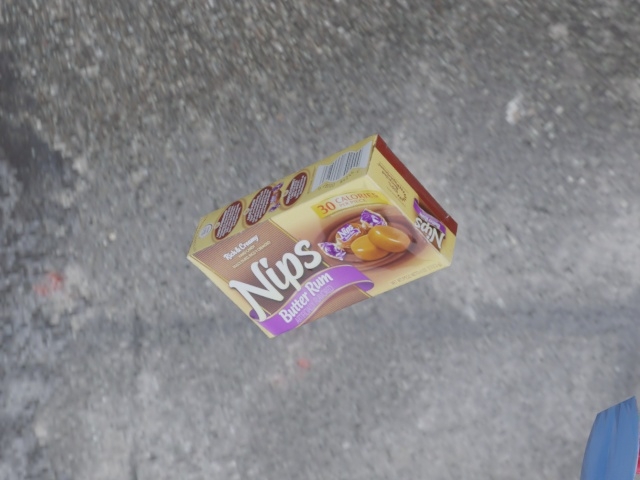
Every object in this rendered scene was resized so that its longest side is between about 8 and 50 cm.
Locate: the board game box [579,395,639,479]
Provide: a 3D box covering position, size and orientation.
[{"bbox_3d":[0.303,0.233,1.456,0.033,0.168,0.133,12,72,-5],"label":"board game box"}]

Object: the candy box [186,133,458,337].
[{"bbox_3d":[0.000,0.000,1.134,0.187,0.053,0.109,-24,124,32],"label":"candy box"}]
